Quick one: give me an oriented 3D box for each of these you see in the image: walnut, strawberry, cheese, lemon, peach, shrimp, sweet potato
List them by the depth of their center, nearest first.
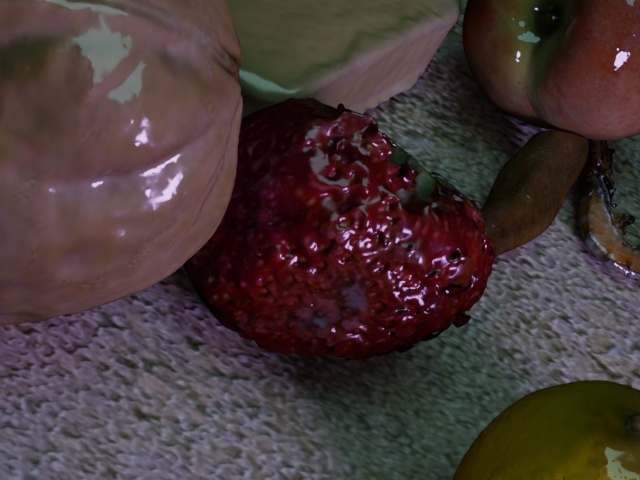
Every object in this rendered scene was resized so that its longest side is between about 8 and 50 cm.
[{"bbox_3d":[-0.238,-0.112,1.458,0.381,0.381,0.381,16,45,-17],"label":"walnut"},{"bbox_3d":[0.230,0.223,1.513,0.240,0.219,0.240,14,44,-14],"label":"lemon"},{"bbox_3d":[0.000,0.000,1.601,0.274,0.220,0.274,39,-2,2],"label":"strawberry"},{"bbox_3d":[0.193,-0.034,1.841,0.077,0.077,0.243,38,50,6],"label":"sweet potato"},{"bbox_3d":[-0.016,-0.238,1.865,0.384,0.104,0.384,19,39,-16],"label":"cheese"},{"bbox_3d":[0.281,-0.220,1.928,0.252,0.252,0.252,16,45,-17],"label":"peach"},{"bbox_3d":[0.335,-0.032,1.943,0.148,0.035,0.195,15,49,-16],"label":"shrimp"}]
